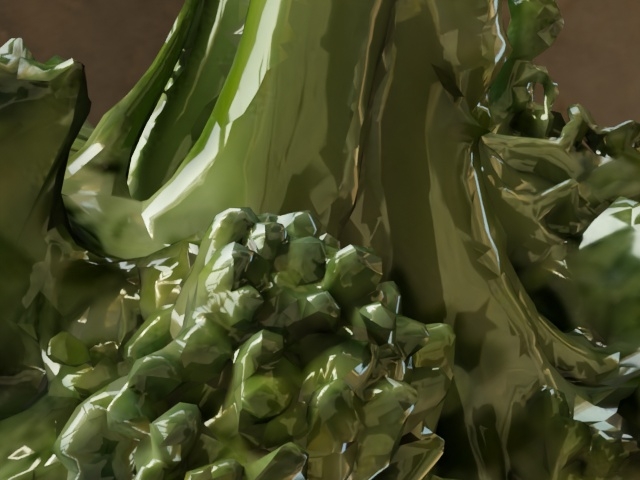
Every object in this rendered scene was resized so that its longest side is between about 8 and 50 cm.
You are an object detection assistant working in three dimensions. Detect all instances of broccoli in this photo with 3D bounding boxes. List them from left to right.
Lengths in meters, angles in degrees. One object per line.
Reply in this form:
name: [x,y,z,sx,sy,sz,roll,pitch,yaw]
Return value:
broccoli: [-0.012,0.023,0.535,0.338,0.277,0.317,-29,-44,-11]
